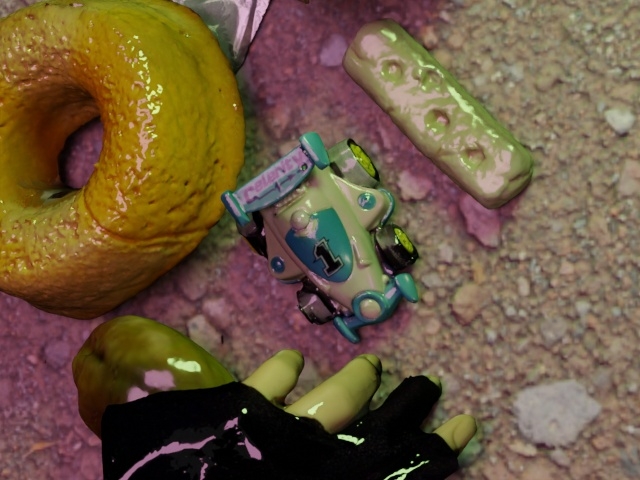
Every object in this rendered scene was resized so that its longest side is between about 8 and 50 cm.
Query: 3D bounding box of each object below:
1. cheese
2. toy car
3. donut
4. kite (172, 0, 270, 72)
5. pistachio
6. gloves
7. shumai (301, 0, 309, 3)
[{"bbox_3d":[0.095,-0.106,1.643,0.194,0.043,0.065,45,105,17],"label":"cheese"},{"bbox_3d":[0.000,0.000,1.635,0.126,0.098,0.161,-34,72,16],"label":"toy car"},{"bbox_3d":[-0.214,-0.081,1.698,0.303,0.110,0.303,-4,82,30],"label":"donut"},{"bbox_3d":[-0.057,-0.282,1.735,0.310,0.015,0.169,-47,73,10],"label":"kite"},{"bbox_3d":[-0.135,0.129,1.667,0.189,0.100,0.110,41,120,24],"label":"pistachio"},{"bbox_3d":[-0.022,0.183,1.578,0.301,0.197,0.152,-21,33,-16],"label":"gloves"},{"bbox_3d":[0.046,-0.263,1.641,0.201,0.120,0.201,-33,32,24],"label":"shumai"}]
